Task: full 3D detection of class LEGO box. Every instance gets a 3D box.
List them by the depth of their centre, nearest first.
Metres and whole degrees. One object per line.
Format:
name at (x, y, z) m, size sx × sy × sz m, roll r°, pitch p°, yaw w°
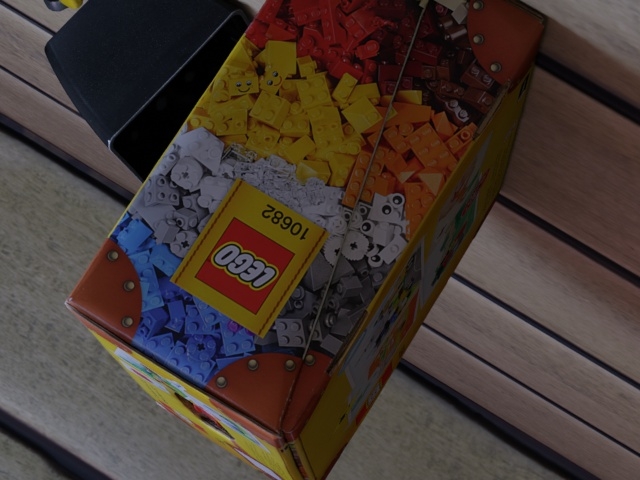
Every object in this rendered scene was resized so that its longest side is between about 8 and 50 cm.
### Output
LEGO box at (0.000, 0.000, 1.418) m, size 0.193 × 0.372 × 0.500 m, roll 31°, pitch 169°, yaw 9°

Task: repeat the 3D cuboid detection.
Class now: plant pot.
plant pot at (-0.170, -0.173, 1.696) m, size 0.167 × 0.188 × 0.187 m, roll 42°, pitch 175°, yaw 27°

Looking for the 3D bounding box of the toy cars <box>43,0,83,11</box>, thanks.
toy cars at (-0.250, -0.314, 1.505) m, size 0.176 × 0.087 × 0.393 m, roll 46°, pitch 163°, yaw -9°
